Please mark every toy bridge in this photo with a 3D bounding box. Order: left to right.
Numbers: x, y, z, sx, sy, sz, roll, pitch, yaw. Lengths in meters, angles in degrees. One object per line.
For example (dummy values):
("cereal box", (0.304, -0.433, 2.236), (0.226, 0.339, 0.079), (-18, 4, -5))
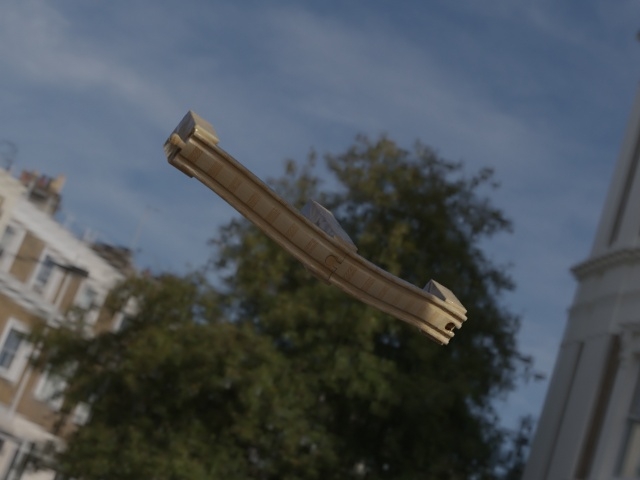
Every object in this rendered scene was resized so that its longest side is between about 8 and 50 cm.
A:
("toy bridge", (0.000, 0.000, 0.646), (0.188, 0.026, 0.063), (34, 10, -22))
